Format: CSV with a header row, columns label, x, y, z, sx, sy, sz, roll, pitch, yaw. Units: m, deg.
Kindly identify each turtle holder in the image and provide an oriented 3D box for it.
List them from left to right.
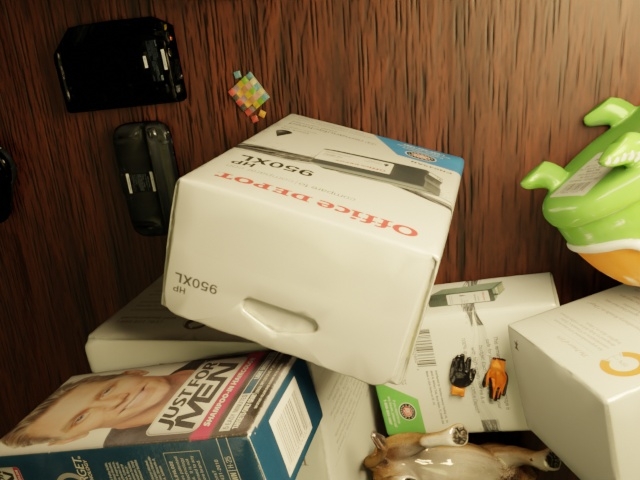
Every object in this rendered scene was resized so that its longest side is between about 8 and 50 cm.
label,x,y,z,sx,sy,sz,roll,pitch,yaw
turtle holder,0.438,-0.078,0.778,0.227,0.320,0.243,49,148,-5

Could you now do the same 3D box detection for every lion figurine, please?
label,x,y,z,sx,sy,sz,roll,pitch,yaw
lion figurine,0.199,0.355,0.969,0.392,0.142,0.240,25,157,-16

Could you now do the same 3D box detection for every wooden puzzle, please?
label,x,y,z,sx,sy,sz,roll,pitch,yaw
wooden puzzle,-0.112,-0.229,0.986,0.049,0.006,0.083,-36,97,25

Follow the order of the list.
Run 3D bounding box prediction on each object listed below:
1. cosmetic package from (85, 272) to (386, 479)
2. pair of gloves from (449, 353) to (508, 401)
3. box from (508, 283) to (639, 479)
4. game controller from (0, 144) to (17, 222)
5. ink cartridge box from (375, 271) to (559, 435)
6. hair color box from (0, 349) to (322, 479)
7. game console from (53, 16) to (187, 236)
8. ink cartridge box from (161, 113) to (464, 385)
label,x,y,z,sx,sy,sz,roll,pitch,yaw
cosmetic package,-0.096,0.250,0.991,0.329,0.327,0.394,-2,111,17
pair of gloves,0.230,0.199,0.912,0.083,0.010,0.074,5,113,17
box,0.450,0.160,0.782,0.345,0.215,0.168,-18,107,-7
game controller,-0.704,-0.154,1.158,0.319,0.067,0.166,26,116,6
ink cartridge box,0.231,0.181,0.979,0.289,0.121,0.211,-8,108,19
hair color box,-0.190,0.228,0.731,0.347,0.174,0.105,-12,106,20
game console,-0.314,-0.177,1.048,0.213,0.044,0.361,-1,110,18
ink cartridge box,0.019,-0.022,0.812,0.285,0.395,0.166,16,115,9
